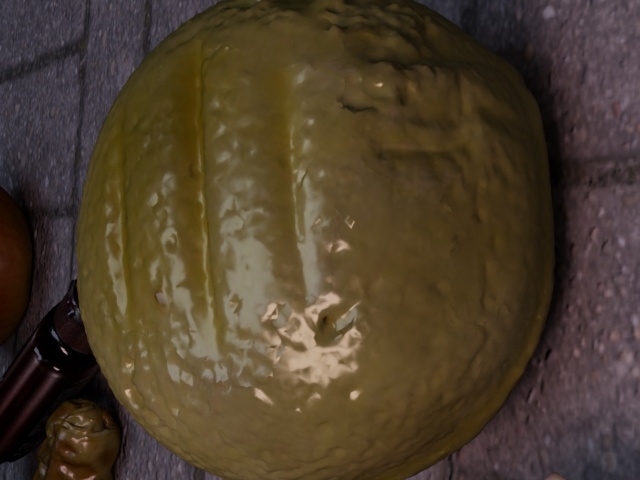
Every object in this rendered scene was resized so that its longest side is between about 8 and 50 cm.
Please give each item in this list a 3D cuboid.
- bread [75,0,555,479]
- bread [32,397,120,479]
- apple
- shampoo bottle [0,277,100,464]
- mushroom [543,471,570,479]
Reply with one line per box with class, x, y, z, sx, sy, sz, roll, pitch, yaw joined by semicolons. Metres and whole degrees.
bread;-0.009;-0.001;0.888;0.320;0.237;0.321;-15;71;52
bread;-0.292;0.330;1.522;0.084;0.077;0.368;53;130;52
apple;-0.495;0.035;1.774;0.286;0.233;0.286;-176;90;-65
shampoo bottle;-0.287;0.135;1.505;0.084;0.129;0.323;46;139;3
mushroom;0.142;0.239;0.730;0.236;0.173;0.162;12;53;26
